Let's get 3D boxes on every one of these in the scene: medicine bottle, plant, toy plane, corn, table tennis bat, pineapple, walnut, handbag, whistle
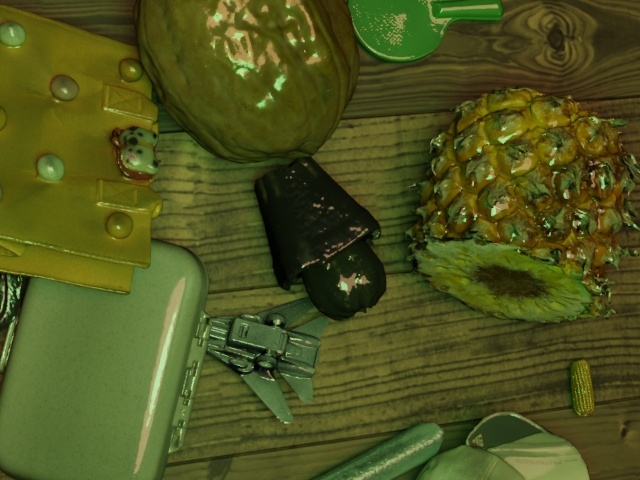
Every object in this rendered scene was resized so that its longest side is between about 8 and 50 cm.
[{"bbox_3d":[-0.311,0.171,1.676,0.282,0.123,0.375,12,85,9],"label":"medicine bottle"},{"bbox_3d":[0.000,0.000,1.780,0.164,0.142,0.256,-26,82,-14],"label":"plant"},{"bbox_3d":[-0.127,0.143,1.765,0.267,0.088,0.212,19,60,-10],"label":"toy plane"},{"bbox_3d":[0.424,0.239,1.923,0.037,0.037,0.092,-3,85,-14],"label":"corn"},{"bbox_3d":[0.168,-0.366,1.894,0.257,0.039,0.160,-5,88,-9],"label":"table tennis bat"},{"bbox_3d":[0.309,-0.054,1.764,0.352,0.352,0.300,26,74,-11],"label":"pineapple"},{"bbox_3d":[-0.095,-0.270,1.695,0.306,0.306,0.344,-35,106,-13],"label":"walnut"},{"bbox_3d":[-0.355,-0.133,1.625,0.283,0.133,0.401,14,52,-21],"label":"handbag"},{"bbox_3d":[0.051,0.365,1.811,0.312,0.062,0.062,-25,93,-14],"label":"whistle"}]

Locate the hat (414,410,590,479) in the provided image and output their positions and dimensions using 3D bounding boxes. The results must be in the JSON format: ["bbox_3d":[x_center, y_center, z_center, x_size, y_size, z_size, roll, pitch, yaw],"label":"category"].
[{"bbox_3d":[0.273,0.397,1.789,0.275,0.161,0.232,-14,119,-3],"label":"hat"}]

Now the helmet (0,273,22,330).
[{"bbox_3d":[-0.539,0.018,1.640,0.198,0.154,0.253,-23,107,-40],"label":"helmet"}]
